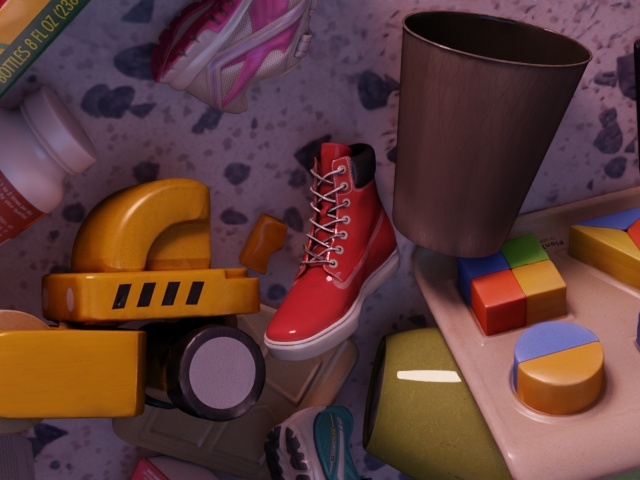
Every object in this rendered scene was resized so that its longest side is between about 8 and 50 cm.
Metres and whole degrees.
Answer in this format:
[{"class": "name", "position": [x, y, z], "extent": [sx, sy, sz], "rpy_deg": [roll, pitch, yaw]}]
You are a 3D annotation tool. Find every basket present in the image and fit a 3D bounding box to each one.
[{"class": "basket", "position": [0.159, -0.110, 1.340], "extent": [0.204, 0.154, 0.227], "rpy_deg": [5, 117, -16]}]

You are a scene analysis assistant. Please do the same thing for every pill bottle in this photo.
[{"class": "pill bottle", "position": [-0.333, -0.054, 1.248], "extent": [0.216, 0.121, 0.121], "rpy_deg": [-34, 119, 4]}]

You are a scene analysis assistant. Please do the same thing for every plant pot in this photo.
[{"class": "plant pot", "position": [0.204, 0.201, 1.455], "extent": [0.293, 0.275, 0.275], "rpy_deg": [11, 113, -4]}]

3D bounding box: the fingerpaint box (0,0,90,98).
[{"class": "fingerpaint box", "position": [-0.315, -0.369, 1.077], "extent": [0.445, 0.163, 0.371], "rpy_deg": [-45, 118, 8]}]

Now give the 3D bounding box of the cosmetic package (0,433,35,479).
[{"class": "cosmetic package", "position": [-0.396, 0.236, 1.324], "extent": [0.085, 0.117, 0.231], "rpy_deg": [-27, 142, 14]}]

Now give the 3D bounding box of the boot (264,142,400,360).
[{"class": "boot", "position": [0.000, 0.000, 1.320], "extent": [0.088, 0.244, 0.176], "rpy_deg": [3, 121, 28]}]

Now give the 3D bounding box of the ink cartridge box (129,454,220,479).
[{"class": "ink cartridge box", "position": [-0.174, 0.380, 1.470], "extent": [0.092, 0.158, 0.218], "rpy_deg": [2, 119, -55]}]

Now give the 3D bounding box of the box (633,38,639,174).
[{"class": "box", "position": [0.535, -0.123, 1.345], "extent": [0.294, 0.296, 0.183], "rpy_deg": [-14, 117, -8]}]

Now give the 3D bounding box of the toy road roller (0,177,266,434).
[{"class": "toy road roller", "position": [-0.221, 0.059, 1.265], "extent": [0.329, 0.202, 0.241], "rpy_deg": [-1, 88, -26]}]

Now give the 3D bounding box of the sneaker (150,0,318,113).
[{"class": "sneaker", "position": [-0.052, -0.229, 1.259], "extent": [0.252, 0.103, 0.111], "rpy_deg": [-44, 122, 15]}]

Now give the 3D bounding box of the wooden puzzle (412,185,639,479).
[{"class": "wooden puzzle", "position": [0.299, 0.079, 1.355], "extent": [0.322, 0.348, 0.080], "rpy_deg": [-14, 136, -8]}]

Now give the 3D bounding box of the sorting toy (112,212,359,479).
[{"class": "sorting toy", "position": [-0.075, 0.127, 1.455], "extent": [0.229, 0.041, 0.307], "rpy_deg": [24, 103, -24]}]

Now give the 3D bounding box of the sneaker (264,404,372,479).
[{"class": "sneaker", "position": [0.025, 0.324, 1.468], "extent": [0.110, 0.107, 0.275], "rpy_deg": [-19, 103, -33]}]
